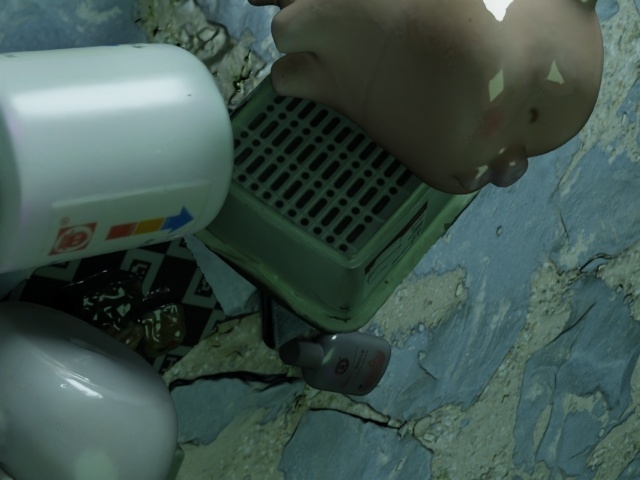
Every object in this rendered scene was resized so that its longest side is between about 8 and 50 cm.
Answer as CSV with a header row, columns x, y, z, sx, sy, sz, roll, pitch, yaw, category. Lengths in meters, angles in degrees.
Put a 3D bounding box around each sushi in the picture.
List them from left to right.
x,y,z,sx,sy,sz,roll,pitch,yaw,category
-0.197,0.093,1.149,0.231,0.047,0.219,-42,137,-17,sushi

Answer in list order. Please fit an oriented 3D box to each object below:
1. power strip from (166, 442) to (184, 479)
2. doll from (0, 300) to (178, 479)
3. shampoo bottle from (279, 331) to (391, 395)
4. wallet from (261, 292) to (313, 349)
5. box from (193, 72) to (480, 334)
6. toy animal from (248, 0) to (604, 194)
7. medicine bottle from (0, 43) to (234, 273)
x,y,z,sx,sy,sz,roll,pitch,yaw,category
-0.254,0.261,1.192,0.270,0.046,0.118,-4,124,-44,power strip
-0.245,0.173,0.995,0.221,0.251,0.221,-24,128,-35,doll
0.017,0.140,1.396,0.165,0.040,0.080,17,104,-50,shampoo bottle
0.002,0.001,1.297,0.167,0.036,0.222,-25,131,-32,wallet
0.024,-0.068,1.113,0.290,0.220,0.166,-48,165,-26,box
0.083,-0.184,0.974,0.269,0.326,0.237,-17,157,-7,toy animal
-0.225,-0.062,0.927,0.293,0.170,0.170,-14,123,-40,medicine bottle
